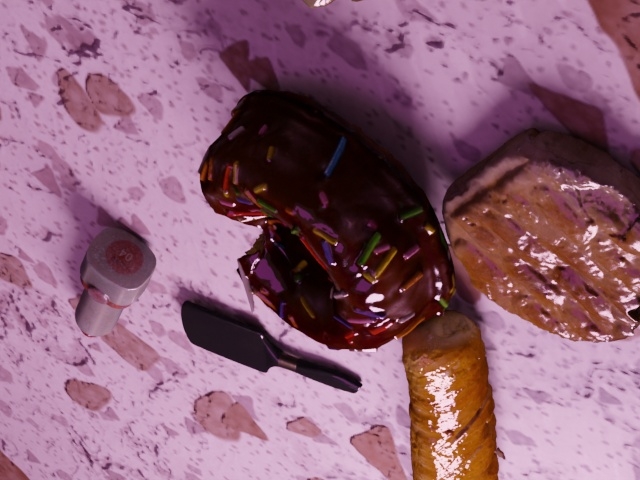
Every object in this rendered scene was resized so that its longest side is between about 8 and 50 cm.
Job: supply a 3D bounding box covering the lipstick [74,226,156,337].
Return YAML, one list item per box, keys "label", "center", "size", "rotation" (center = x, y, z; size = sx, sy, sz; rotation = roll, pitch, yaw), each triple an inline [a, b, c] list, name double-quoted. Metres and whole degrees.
- label: "lipstick"
  center: [-0.208, 0.056, 1.781]
  size: [0.063, 0.057, 0.186]
  rotation: [35, 150, 2]

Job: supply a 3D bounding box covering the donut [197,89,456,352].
- label: "donut"
  center: [0.000, -0.001, 1.452]
  size: [0.216, 0.096, 0.230]
  rotation: [35, 151, 25]

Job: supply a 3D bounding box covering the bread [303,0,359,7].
- label: "bread"
  center: [0.060, -0.255, 0.956]
  size: [0.196, 0.252, 0.238]
  rotation: [47, 149, -14]

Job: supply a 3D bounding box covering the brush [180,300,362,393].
- label: "brush"
  center: [-0.046, 0.106, 1.726]
  size: [0.193, 0.016, 0.063]
  rotation: [22, 145, 23]

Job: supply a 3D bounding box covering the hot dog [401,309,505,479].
- label: "hot dog"
  center: [0.112, 0.168, 1.591]
  size: [0.061, 0.088, 0.286]
  rotation: [55, 167, 41]

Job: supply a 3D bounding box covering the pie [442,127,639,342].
- label: "pie"
  center: [0.179, 0.003, 1.360]
  size: [0.195, 0.046, 0.195]
  rotation: [26, 145, 20]
